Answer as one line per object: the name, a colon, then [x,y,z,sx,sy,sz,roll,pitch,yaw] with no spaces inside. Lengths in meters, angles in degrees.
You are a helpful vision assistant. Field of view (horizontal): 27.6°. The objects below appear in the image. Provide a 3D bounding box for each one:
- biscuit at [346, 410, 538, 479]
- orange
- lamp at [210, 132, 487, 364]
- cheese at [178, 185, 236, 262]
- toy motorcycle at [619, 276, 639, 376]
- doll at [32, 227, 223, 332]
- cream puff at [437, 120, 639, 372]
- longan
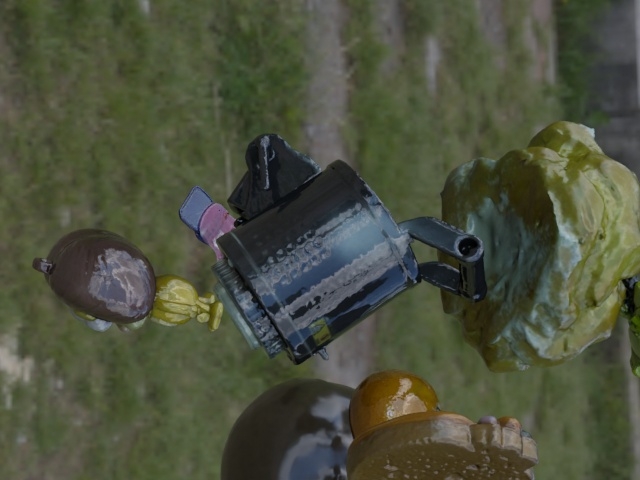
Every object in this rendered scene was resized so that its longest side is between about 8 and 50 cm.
biscuit: [0.113,0.191,1.151,0.170,0.170,0.050,66,19,-51]
orange: [0.107,0.250,1.767,0.156,0.124,0.156,-23,90,-79]
lamp: [-0.003,0.041,1.742,0.272,0.374,0.205,-52,159,-13]
cheese: [-0.131,0.014,2.098,0.244,0.062,0.155,43,47,-20]
toy motorcycle: [0.549,0.143,1.949,0.142,0.342,0.206,-42,113,-13]
doll: [-0.188,0.052,1.278,0.145,0.188,0.096,-86,-159,-81]
cream puff: [0.347,0.008,1.917,0.275,0.378,0.378,8,77,-31]
longan: [-0.014,0.364,2.041,0.297,0.297,0.297,-2,90,-73]
